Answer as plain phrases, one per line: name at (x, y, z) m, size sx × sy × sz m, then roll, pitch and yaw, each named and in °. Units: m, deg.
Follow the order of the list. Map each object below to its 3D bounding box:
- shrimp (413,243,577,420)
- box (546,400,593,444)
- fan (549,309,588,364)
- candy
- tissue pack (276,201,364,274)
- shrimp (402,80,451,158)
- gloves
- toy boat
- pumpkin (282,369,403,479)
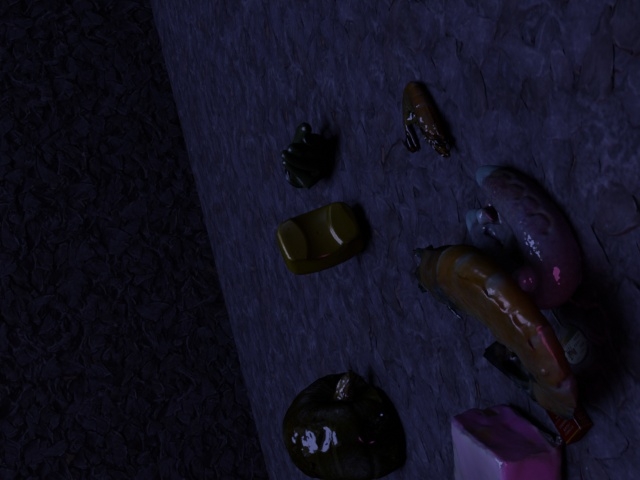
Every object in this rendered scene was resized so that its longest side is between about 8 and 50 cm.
shrimp at (0.235, 0.108, 1.071) m, size 0.272 × 0.085 × 0.445 m, roll 56°, pitch 176°, yaw -15°
box at (0.337, 0.234, 1.046) m, size 0.051 × 0.023 × 0.082 m, roll 103°, pitch 149°, yaw -49°
fan at (0.334, 0.136, 1.023) m, size 0.080 × 0.003 × 0.060 m, roll -136°, pitch 39°, yaw -57°
candy at (0.287, 0.397, 1.156) m, size 0.155 × 0.116 × 0.265 m, roll -152°, pitch 50°, yaw -62°
tissue pack at (0.000, 0.000, 1.624) m, size 0.127 × 0.178 × 0.123 m, roll 75°, pitch 173°, yaw -68°
shrimp at (0.167, -0.178, 1.257) m, size 0.124 × 0.034 × 0.178 m, roll 100°, pitch 153°, yaw -54°
gloves at (-0.033, -0.186, 1.717) m, size 0.268 × 0.107 × 0.135 m, roll 89°, pitch 174°, yaw -81°
toy boat at (0.259, 0.001, 1.029) m, size 0.227 × 0.085 × 0.155 m, roll -120°, pitch 27°, yaw -42°
pumpkin at (0.028, 0.422, 1.740) m, size 0.325 × 0.232 × 0.242 m, roll -168°, pitch 70°, yaw -66°
